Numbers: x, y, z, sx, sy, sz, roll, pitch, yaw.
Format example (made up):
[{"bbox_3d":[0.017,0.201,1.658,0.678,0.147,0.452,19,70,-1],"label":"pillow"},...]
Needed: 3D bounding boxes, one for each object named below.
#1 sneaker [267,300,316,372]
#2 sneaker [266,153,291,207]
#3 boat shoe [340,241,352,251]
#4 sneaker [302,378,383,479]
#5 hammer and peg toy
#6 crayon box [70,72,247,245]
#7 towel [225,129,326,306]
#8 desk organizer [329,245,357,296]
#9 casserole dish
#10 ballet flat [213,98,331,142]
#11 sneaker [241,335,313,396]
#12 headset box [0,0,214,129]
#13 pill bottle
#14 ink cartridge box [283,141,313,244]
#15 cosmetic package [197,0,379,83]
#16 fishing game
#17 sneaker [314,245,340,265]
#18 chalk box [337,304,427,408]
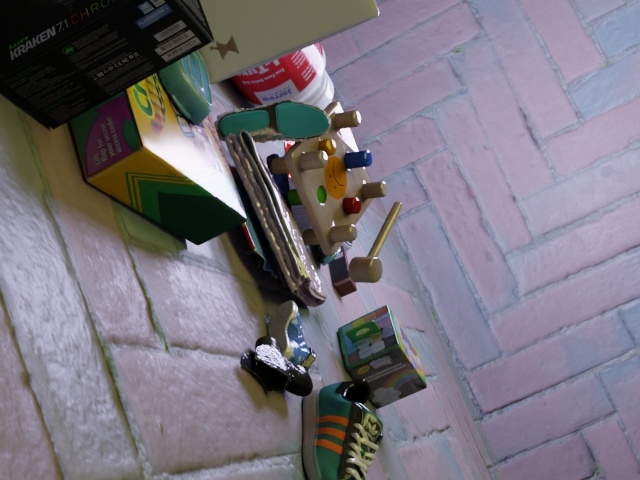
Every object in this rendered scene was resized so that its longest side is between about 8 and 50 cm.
[{"bbox_3d":[-0.047,0.179,1.720,0.084,0.058,0.152,51,21,-29],"label":"sneaker"},{"bbox_3d":[-0.058,-0.139,2.297,0.221,0.087,0.083,49,18,-53],"label":"sneaker"},{"bbox_3d":[0.025,-0.116,2.577,0.301,0.102,0.108,62,12,-5],"label":"boat shoe"},{"bbox_3d":[0.044,0.337,1.629,0.108,0.121,0.302,56,14,-31],"label":"sneaker"},{"bbox_3d":[0.045,-0.095,2.169,0.266,0.127,0.361,-55,130,-46],"label":"hammer and peg toy"},{"bbox_3d":[-0.266,-0.207,1.475,0.313,0.106,0.363,40,26,-63],"label":"crayon box"},{"bbox_3d":[-0.082,-0.036,1.938,0.317,0.053,0.332,61,5,-80],"label":"towel"},{"bbox_3d":[0.053,0.076,2.426,0.050,0.047,0.130,59,13,-34],"label":"desk organizer"},{"bbox_3d":[-0.205,-0.256,1.499,0.114,0.037,0.188,53,14,-40],"label":"casserole dish"},{"bbox_3d":[-0.102,-0.242,2.020,0.077,0.241,0.091,-169,-103,-78],"label":"ballet flat"},{"bbox_3d":[-0.067,0.218,1.586,0.170,0.051,0.089,52,16,-30],"label":"sneaker"},{"bbox_3d":[-0.300,-0.329,1.243,0.131,0.246,0.283,45,23,-59],"label":"headset box"},{"bbox_3d":[-0.128,-0.455,2.321,0.408,0.229,0.229,50,18,-49],"label":"pill bottle"},{"bbox_3d":[0.000,-0.114,2.257,0.189,0.066,0.232,-12,101,-56],"label":"ink cartridge box"},{"bbox_3d":[-0.137,-0.489,1.805,0.393,0.327,0.329,-145,-147,-76],"label":"cosmetic package"},{"bbox_3d":[-0.129,-0.012,1.838,0.264,0.041,0.189,54,13,-72],"label":"fishing game"},{"bbox_3d":[0.000,0.000,2.362,0.076,0.065,0.166,41,16,-22],"label":"sneaker"},{"bbox_3d":[0.126,0.243,2.169,0.213,0.132,0.132,56,14,-37],"label":"chalk box"}]
